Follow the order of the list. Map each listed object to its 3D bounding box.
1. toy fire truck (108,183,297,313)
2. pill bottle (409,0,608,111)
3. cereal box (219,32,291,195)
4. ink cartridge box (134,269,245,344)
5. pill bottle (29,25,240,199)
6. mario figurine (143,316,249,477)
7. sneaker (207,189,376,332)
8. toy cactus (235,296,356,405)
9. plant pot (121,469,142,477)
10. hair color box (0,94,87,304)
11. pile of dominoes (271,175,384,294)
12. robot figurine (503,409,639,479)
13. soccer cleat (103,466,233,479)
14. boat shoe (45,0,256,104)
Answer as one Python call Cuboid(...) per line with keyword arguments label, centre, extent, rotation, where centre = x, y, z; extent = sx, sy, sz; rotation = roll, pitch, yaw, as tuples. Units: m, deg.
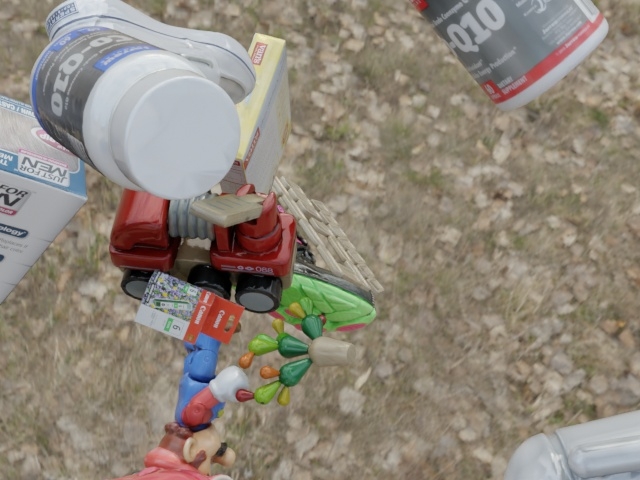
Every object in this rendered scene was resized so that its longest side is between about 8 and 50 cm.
Cuboid(label="toy fire truck", centre=(-0.141, -0.017, 1.160), extent=(0.217, 0.246, 0.158), rotation=(6, 55, 3))
Cuboid(label="pill bottle", centre=(0.189, -0.306, 1.180), extent=(0.283, 0.161, 0.161), rotation=(49, 60, -7))
Cuboid(label="cereal box", centre=(-0.085, -0.134, 1.311), extent=(0.047, 0.240, 0.173), rotation=(16, 70, 7))
Cuboid(label="ink cartridge box", centre=(-0.154, 0.086, 1.183), extent=(0.115, 0.062, 0.029), rotation=(23, 28, -5))
Cuboid(label="pill bottle", centre=(-0.104, -0.072, 0.558), extent=(0.078, 0.078, 0.137), rotation=(-27, 31, -24))
Cuboid(label="mario figurine", centre=(-0.182, 0.292, 1.694), extent=(0.170, 0.198, 0.320), rotation=(5, 76, 17))
Cuboid(label="sneaker", centre=(-0.098, 0.012, 1.878), extent=(0.483, 0.185, 0.202), rotation=(27, 66, 19))
Cuboid(label="toy cactus", centre=(-0.030, 0.186, 1.627), extent=(0.181, 0.112, 0.219), rotation=(3, 36, 29))
Cuboid(label="plant pot", centre=(-0.267, 0.412, 1.330), extent=(0.188, 0.167, 0.187), rotation=(-32, 96, -8))
Cuboid(label="hair color box", centre=(-0.392, -0.003, 1.004), extent=(0.174, 0.347, 0.105), rotation=(19, 44, -36))
Cuboid(label="pile of dominoes", centre=(0.000, 0.000, 1.630), extent=(0.040, 0.196, 0.251), rotation=(-42, 55, 12))
Cuboid(label="robot figurine", centre=(0.402, 0.343, 1.368), extent=(0.354, 0.300, 0.199), rotation=(-14, 50, 4))
Cuboid(label="soccer cleat", centre=(-0.080, 0.122, 0.316), extent=(0.318, 0.108, 0.116), rotation=(-2, 42, 40))
Cuboid(label="boat shoe", centre=(-0.146, -0.150, 0.943), extent=(0.258, 0.095, 0.084), rotation=(4, 59, -54))
